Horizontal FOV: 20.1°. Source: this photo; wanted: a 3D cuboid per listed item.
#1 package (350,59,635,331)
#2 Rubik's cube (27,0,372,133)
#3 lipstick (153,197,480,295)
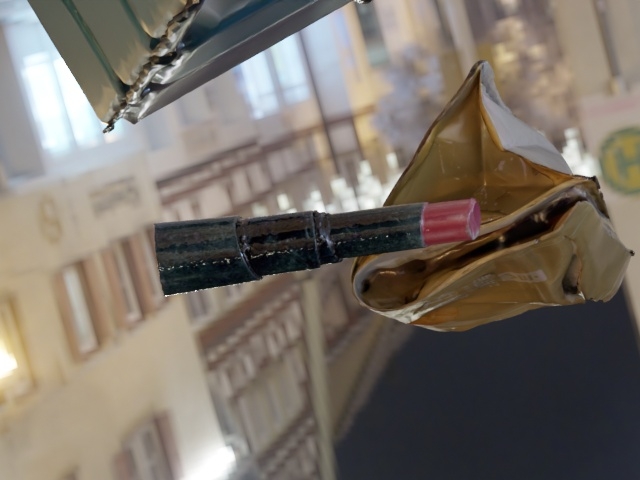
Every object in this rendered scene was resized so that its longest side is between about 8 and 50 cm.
[{"bbox_3d":[0.164,0.001,1.532,0.165,0.221,0.311,30,179,15],"label":"package"},{"bbox_3d":[-0.034,-0.243,0.788,0.368,0.358,0.387,-62,-169,-12],"label":"Rubik's cube"},{"bbox_3d":[0.000,0.000,1.295,0.234,0.053,0.053,-7,-174,-1],"label":"lipstick"}]
